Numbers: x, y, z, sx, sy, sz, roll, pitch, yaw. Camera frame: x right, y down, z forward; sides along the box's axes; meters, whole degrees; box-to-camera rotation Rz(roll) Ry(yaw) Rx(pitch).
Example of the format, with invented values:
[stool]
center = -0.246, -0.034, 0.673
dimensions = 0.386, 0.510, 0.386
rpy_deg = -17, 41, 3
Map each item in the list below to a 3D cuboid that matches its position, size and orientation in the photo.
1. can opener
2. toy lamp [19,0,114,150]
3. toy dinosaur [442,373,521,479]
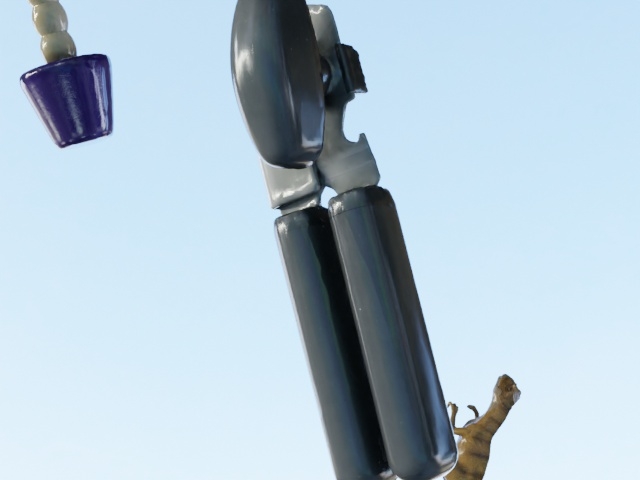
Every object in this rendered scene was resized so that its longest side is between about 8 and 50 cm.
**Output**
[can opener]
center = 0.000, 0.000, 0.626
dimensions = 0.074, 0.280, 0.093
rpy_deg = -19, -6, 34
[toy lamp]
center = -0.228, -0.211, 0.937
dimensions = 0.080, 0.275, 0.080
rpy_deg = -14, 2, 1
[toy dinosaur]
center = 0.133, 0.228, 1.104
dimensions = 0.112, 0.211, 0.064
rpy_deg = 16, 5, 31
